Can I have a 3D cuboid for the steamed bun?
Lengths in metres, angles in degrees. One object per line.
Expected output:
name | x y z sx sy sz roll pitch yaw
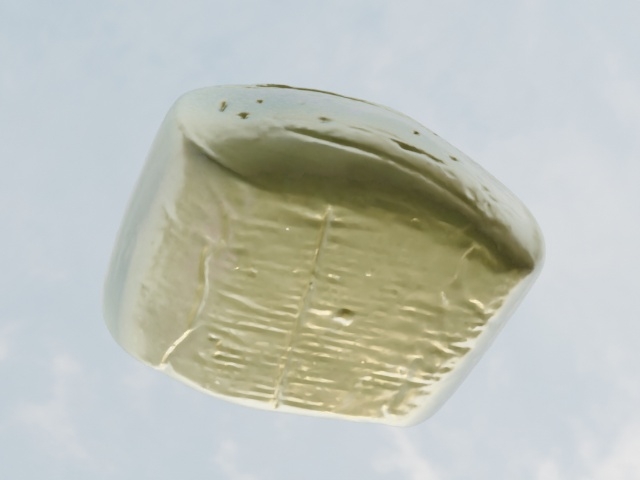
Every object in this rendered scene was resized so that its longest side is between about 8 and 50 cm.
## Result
steamed bun | 0.000 0.000 0.903 0.250 0.154 0.200 14 -55 -14
